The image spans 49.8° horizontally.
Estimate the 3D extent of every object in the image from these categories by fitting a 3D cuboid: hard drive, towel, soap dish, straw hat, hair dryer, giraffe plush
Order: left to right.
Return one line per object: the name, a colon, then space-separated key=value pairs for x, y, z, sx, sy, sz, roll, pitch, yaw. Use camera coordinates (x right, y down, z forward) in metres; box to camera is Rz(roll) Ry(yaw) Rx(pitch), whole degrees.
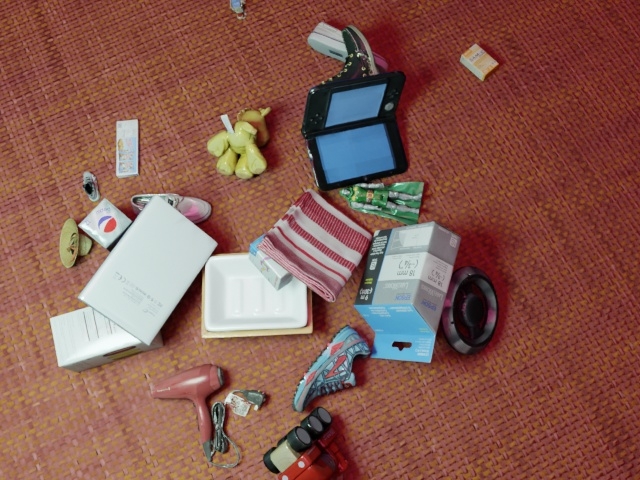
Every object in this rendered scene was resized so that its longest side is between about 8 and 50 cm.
straw hat: x=-0.679 y=0.011 z=1.938 sx=0.061 sy=0.144 sz=0.144 roll=6 pitch=67 yaw=-39
hard drive: x=-0.429 y=0.073 z=1.743 sx=0.210 sy=0.040 sz=0.318 roll=41 pitch=66 yaw=-24
hair dryer: x=-0.306 y=0.431 z=1.779 sx=0.294 sy=0.080 sz=0.223 roll=25 pitch=76 yaw=10
giraffe plush: x=-0.214 y=-0.303 z=1.983 sx=0.182 sy=0.210 sz=0.170 roll=10 pitch=39 yaw=17
soap dish: x=-0.168 y=0.147 z=1.844 sx=0.291 sy=0.118 sz=0.228 roll=-3 pitch=72 yaw=2
towel: x=0.000 y=0.000 z=1.805 sx=0.237 sy=0.037 sz=0.329 roll=37 pitch=37 yaw=0

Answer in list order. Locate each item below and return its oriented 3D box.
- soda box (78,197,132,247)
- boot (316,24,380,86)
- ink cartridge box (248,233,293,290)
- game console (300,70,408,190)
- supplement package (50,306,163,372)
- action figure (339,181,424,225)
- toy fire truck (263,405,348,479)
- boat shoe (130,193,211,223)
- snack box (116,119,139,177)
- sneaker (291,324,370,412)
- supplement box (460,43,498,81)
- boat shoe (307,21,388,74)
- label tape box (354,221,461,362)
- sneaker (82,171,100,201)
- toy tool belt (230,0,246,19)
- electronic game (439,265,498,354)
soda box: x=-0.565 y=-0.037 z=1.829 sx=0.091 sy=0.286 sz=0.098 roll=43 pitch=77 yaw=-9
boot: x=0.066 y=-0.481 z=1.954 sx=0.179 sy=0.085 sz=0.236 roll=-24 pitch=90 yaw=-14
ink cartridge box: x=-0.125 y=0.058 z=1.759 sx=0.052 sy=0.088 sz=0.122 roll=-38 pitch=74 yaw=-24
game console: x=0.113 y=-0.301 z=1.894 sx=0.293 sy=0.250 sz=0.173 roll=-16 pitch=59 yaw=-20
supplement package: x=-0.559 y=0.243 z=1.818 sx=0.244 sy=0.139 sz=0.133 roll=-17 pitch=73 yaw=-4
action figure: x=0.167 y=-0.118 z=1.948 sx=0.232 sy=0.063 sz=0.137 roll=8 pitch=76 yaw=9
toy fire truck: x=-0.004 y=0.565 z=1.664 sx=0.158 sy=0.217 sz=0.246 roll=-45 pitch=80 yaw=18
boat shoe: x=-0.426 y=-0.091 z=1.954 sx=0.227 sy=0.076 sz=0.083 roll=-1 pitch=72 yaw=2
snack box: x=-0.572 y=-0.274 z=2.048 sx=0.064 sy=0.022 sz=0.178 roll=-5 pitch=72 yaw=0
sneaker: x=0.032 y=0.348 z=1.779 sx=0.125 sy=0.104 sz=0.262 roll=37 pitch=77 yaw=11
supplement box: x=0.479 y=-0.537 z=2.079 sx=0.062 sy=0.036 sz=0.098 roll=-41 pitch=75 yaw=-11
boat shoe: x=0.094 y=-0.586 z=2.086 sx=0.268 sy=0.096 sz=0.088 roll=26 pitch=79 yaw=19
label tape box: x=0.207 y=0.131 z=1.766 sx=0.106 sy=0.241 sz=0.333 roll=27 pitch=70 yaw=-29
sneaker: x=-0.670 y=-0.167 z=1.992 sx=0.038 sy=0.069 sz=0.098 roll=-25 pitch=73 yaw=-6
toy tool belt: x=-0.260 y=-0.743 z=2.170 sx=0.052 sy=0.051 sz=0.083 roll=-8 pitch=72 yaw=0
electronic game: x=0.386 y=0.180 z=1.783 sx=0.229 sy=0.048 sz=0.229 roll=3 pitch=86 yaw=-40
